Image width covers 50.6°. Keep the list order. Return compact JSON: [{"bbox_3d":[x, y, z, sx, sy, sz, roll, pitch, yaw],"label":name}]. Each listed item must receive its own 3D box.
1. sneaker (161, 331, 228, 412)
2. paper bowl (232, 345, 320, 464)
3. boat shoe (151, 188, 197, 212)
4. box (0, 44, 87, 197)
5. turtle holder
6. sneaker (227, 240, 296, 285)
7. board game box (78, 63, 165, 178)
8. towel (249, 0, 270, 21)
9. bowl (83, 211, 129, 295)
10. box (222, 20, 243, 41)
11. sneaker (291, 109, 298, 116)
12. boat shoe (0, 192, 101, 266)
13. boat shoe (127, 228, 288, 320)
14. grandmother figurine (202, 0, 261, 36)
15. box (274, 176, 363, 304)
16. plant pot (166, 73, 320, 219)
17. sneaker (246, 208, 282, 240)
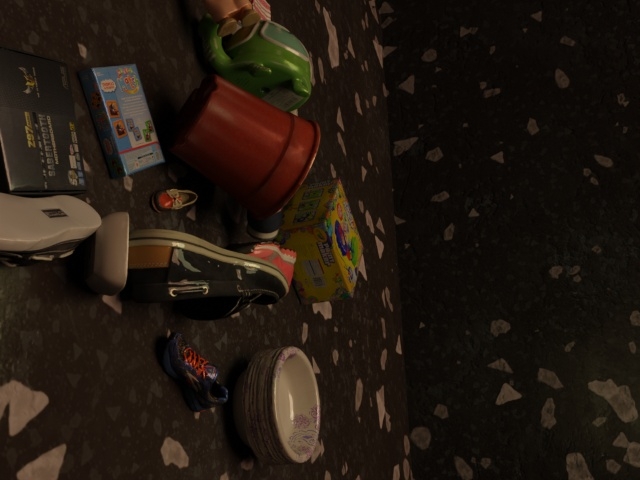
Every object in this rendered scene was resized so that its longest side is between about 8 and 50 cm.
[{"bbox_3d":[-0.261,0.273,1.434,0.083,0.087,0.221,-77,151,-49],"label":"sneaker"},{"bbox_3d":[-0.116,0.411,1.687,0.284,0.148,0.284,-9,90,-70],"label":"paper bowl"},{"bbox_3d":[-0.323,-0.090,1.497,0.137,0.043,0.049,-18,100,-69],"label":"boat shoe"},{"bbox_3d":[-0.472,-0.184,1.092,0.183,0.059,0.232,-11,92,-70],"label":"box"},{"bbox_3d":[-0.181,-0.480,1.854,0.243,0.321,0.227,114,-21,-63],"label":"turtle holder"},{"bbox_3d":[-0.144,0.079,1.820,0.314,0.116,0.136,21,66,-66],"label":"sneaker"},{"bbox_3d":[-0.396,-0.244,1.367,0.160,0.039,0.211,-46,125,-67],"label":"board game box"},{"bbox_3d":[-0.191,-0.718,2.185,0.144,0.029,0.196,35,49,-65],"label":"towel"},{"bbox_3d":[-0.378,0.022,1.186,0.053,0.142,0.142,7,75,-29],"label":"bowl"},{"bbox_3d":[-0.270,-0.664,1.925,0.145,0.038,0.186,3,77,-71],"label":"box"},{"bbox_3d":[-0.117,-0.455,2.217,0.086,0.085,0.237,100,-10,-59],"label":"sneaker"},{"bbox_3d":[-0.448,-0.007,1.012,0.108,0.102,0.301,41,11,4],"label":"boat shoe"},{"bbox_3d":[-0.235,0.099,1.466,0.500,0.187,0.155,25,63,-61],"label":"boat shoe"},{"bbox_3d":[-0.291,-0.683,1.687,0.342,0.208,0.104,63,-23,1],"label":"grandmother figurine"},{"bbox_3d":[0.000,0.000,2.170,0.279,0.177,0.289,-74,148,-53],"label":"box"},{"bbox_3d":[-0.188,-0.226,1.553,0.265,0.272,0.272,30,46,-27],"label":"plant pot"},{"bbox_3d":[-0.144,-0.145,1.803,0.319,0.112,0.131,-102,-160,-48],"label":"sneaker"}]
